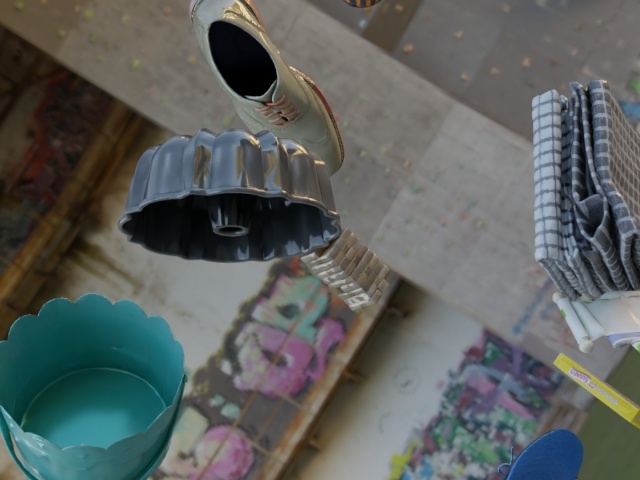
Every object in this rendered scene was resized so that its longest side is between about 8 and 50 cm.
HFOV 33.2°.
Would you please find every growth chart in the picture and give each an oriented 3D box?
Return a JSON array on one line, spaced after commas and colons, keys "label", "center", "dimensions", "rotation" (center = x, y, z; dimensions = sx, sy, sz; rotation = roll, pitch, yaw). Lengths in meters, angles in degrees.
[{"label": "growth chart", "center": [0.392, 0.091, 1.212], "dimensions": [0.172, 0.237, 0.021], "rotation": [-77, -15, -68]}]

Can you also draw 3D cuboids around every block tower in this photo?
[{"label": "block tower", "center": [0.000, 0.000, 2.275], "dimensions": [0.097, 0.335, 0.091], "rotation": [-24, 25, 52]}]

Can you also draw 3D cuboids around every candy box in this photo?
[{"label": "candy box", "center": [0.437, 0.236, 1.590], "dimensions": [0.027, 0.105, 0.206], "rotation": [-58, 26, 5]}]

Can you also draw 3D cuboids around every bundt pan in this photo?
[{"label": "bundt pan", "center": [-0.134, -0.070, 1.596], "dimensions": [0.331, 0.331, 0.124], "rotation": [78, -171, -72]}]

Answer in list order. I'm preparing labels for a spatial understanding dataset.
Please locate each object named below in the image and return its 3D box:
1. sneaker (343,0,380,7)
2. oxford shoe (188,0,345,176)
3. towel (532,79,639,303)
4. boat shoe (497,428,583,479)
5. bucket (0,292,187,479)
[{"label": "sneaker", "center": [0.037, -0.451, 1.412], "dimensions": [0.180, 0.124, 0.321], "rotation": [-112, 6, -65]}, {"label": "oxford shoe", "center": [-0.087, -0.230, 1.755], "dimensions": [0.140, 0.397, 0.146], "rotation": [-33, 30, 14]}, {"label": "towel", "center": [0.362, -0.047, 1.370], "dimensions": [0.284, 0.121, 0.235], "rotation": [40, -133, -56]}, {"label": "boat shoe", "center": [0.288, 0.382, 1.597], "dimensions": [0.258, 0.109, 0.089], "rotation": [-42, -6, -20]}, {"label": "bucket", "center": [-0.339, 0.238, 1.592], "dimensions": [0.281, 0.281, 0.183], "rotation": [-49, -22, -37]}]
